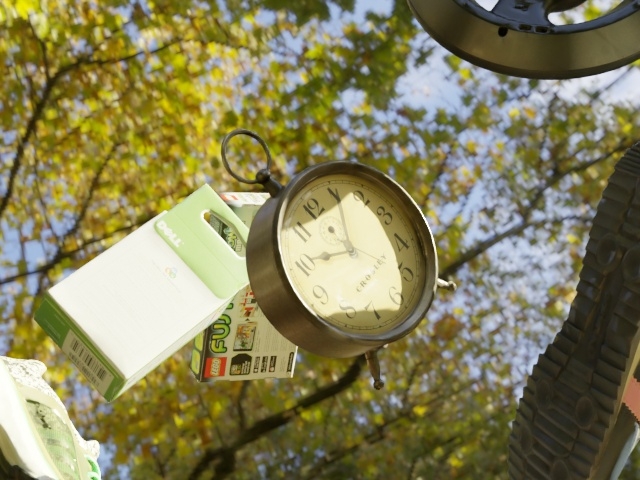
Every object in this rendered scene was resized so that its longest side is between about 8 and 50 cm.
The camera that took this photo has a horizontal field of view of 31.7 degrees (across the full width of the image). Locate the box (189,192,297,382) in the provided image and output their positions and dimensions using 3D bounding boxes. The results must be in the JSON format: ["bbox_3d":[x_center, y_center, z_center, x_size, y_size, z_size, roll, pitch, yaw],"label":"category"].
[{"bbox_3d":[-0.071,0.051,1.215,0.114,0.036,0.207,1,-69,-26],"label":"box"}]

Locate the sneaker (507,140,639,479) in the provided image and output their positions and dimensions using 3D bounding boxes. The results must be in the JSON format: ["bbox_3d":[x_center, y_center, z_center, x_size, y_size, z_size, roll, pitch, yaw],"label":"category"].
[{"bbox_3d":[0.245,0.086,0.834,0.131,0.112,0.319,10,-68,-25],"label":"sneaker"}]

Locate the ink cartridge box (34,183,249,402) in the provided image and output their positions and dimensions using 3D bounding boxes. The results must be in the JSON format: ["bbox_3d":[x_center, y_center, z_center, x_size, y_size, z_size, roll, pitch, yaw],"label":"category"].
[{"bbox_3d":[-0.154,0.046,1.076,0.209,0.109,0.062,-39,-7,-37],"label":"ink cartridge box"}]

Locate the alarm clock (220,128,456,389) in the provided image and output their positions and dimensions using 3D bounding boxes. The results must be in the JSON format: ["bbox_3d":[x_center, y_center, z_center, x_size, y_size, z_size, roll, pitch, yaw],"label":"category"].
[{"bbox_3d":[0.000,0.000,0.770,0.129,0.192,0.064,-48,13,-34],"label":"alarm clock"}]

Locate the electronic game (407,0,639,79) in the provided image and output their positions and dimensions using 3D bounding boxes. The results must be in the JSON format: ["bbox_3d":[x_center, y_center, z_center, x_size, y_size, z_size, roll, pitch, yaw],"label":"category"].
[{"bbox_3d":[0.179,-0.217,0.893,0.229,0.229,0.048,-21,-33,-7],"label":"electronic game"}]

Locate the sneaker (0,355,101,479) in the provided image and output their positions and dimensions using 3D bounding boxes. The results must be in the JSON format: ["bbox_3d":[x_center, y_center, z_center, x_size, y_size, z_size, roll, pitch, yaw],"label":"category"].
[{"bbox_3d":[-0.296,0.276,1.287,0.158,0.410,0.182,-43,-22,27],"label":"sneaker"}]
